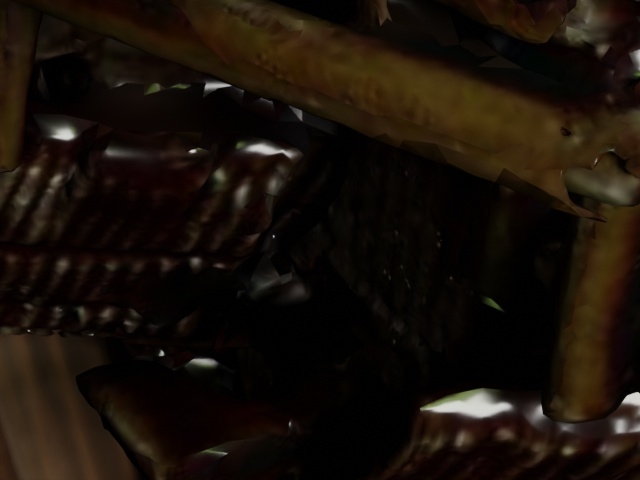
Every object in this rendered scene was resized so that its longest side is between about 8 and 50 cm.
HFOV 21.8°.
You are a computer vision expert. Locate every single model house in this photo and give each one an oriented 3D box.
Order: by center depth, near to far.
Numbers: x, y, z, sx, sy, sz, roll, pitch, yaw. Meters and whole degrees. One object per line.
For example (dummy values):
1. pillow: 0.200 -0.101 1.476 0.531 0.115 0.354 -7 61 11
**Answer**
1. model house: 0.000 0.000 0.481 0.317 0.297 0.283 -1 126 -18
